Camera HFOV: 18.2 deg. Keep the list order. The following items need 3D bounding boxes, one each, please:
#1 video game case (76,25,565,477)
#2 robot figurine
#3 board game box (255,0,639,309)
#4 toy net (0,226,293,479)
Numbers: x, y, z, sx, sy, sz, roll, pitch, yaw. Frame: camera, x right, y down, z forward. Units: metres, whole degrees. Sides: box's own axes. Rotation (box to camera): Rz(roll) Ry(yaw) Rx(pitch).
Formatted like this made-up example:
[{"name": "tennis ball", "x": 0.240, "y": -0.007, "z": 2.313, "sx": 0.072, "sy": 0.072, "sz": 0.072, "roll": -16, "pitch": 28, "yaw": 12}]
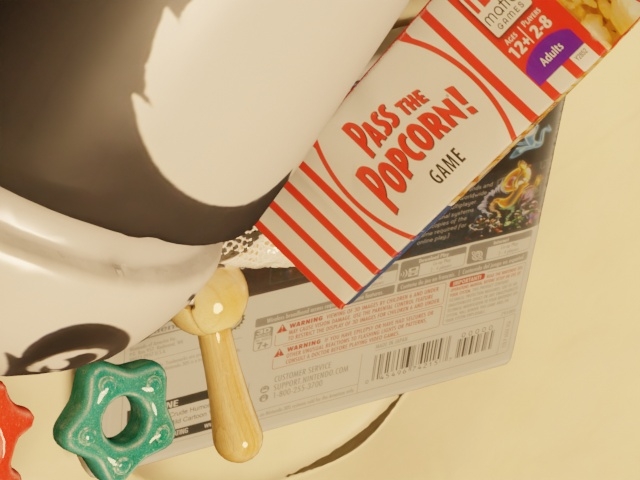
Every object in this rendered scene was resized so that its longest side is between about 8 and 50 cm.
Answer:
[{"name": "video game case", "x": 0.000, "y": 0.000, "z": 0.751, "sx": 0.190, "sy": 0.022, "sz": 0.173, "roll": -13, "pitch": 133, "yaw": -23}, {"name": "robot figurine", "x": -0.053, "y": -0.094, "z": 0.516, "sx": 0.209, "sy": 0.173, "sz": 0.278, "roll": 18, "pitch": 115, "yaw": -43}, {"name": "board game box", "x": 0.075, "y": -0.078, "z": 0.603, "sx": 0.193, "sy": 0.045, "sz": 0.147, "roll": -45, "pitch": 180, "yaw": -41}, {"name": "toy net", "x": -0.068, "y": 0.040, "z": 0.655, "sx": 0.122, "sy": 0.045, "sz": 0.232, "roll": 30, "pitch": 81, "yaw": -35}]
